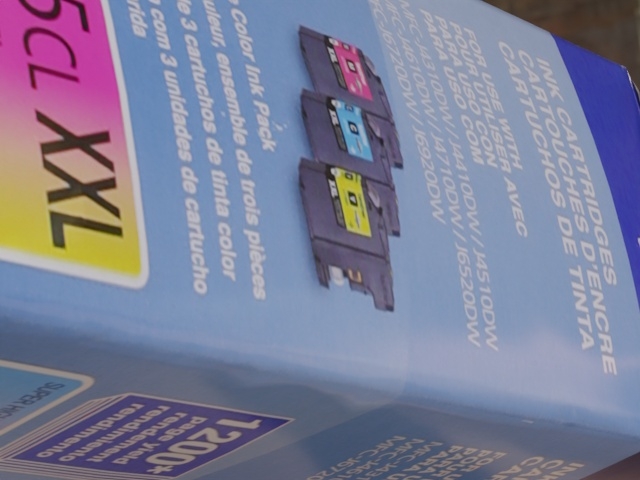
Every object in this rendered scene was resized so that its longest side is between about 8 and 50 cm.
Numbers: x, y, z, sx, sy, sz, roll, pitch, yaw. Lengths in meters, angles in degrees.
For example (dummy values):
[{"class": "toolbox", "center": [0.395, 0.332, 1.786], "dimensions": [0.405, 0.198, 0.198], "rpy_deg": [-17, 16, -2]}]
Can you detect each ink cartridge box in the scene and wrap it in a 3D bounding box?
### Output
[{"class": "ink cartridge box", "center": [-0.063, 0.028, 0.573], "dimensions": [0.270, 0.151, 0.395], "rpy_deg": [-25, -24, 33]}]
